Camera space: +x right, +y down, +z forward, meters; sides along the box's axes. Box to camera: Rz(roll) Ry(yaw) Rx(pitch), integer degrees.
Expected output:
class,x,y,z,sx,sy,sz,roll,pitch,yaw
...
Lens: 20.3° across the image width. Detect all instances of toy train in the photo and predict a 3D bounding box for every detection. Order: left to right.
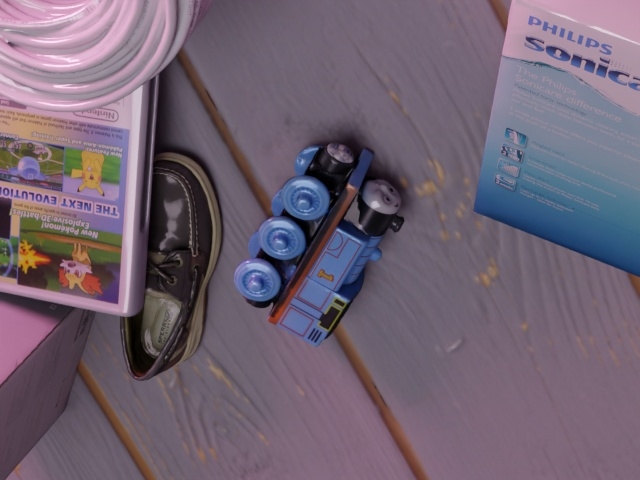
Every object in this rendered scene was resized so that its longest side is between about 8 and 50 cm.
class,x,y,z,sx,sy,sz,roll,pitch,yaw
toy train,0.000,0.000,1.534,0.105,0.080,0.184,28,123,-5

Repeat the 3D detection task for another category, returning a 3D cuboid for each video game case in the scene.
class,x,y,z,sx,sy,sz,roll,pitch,yaw
video game case,-0.299,-0.106,1.579,0.329,0.036,0.300,10,106,18

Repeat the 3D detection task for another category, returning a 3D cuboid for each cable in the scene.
class,x,y,z,sx,sy,sz,roll,pitch,yaw
cable,-0.199,-0.226,1.325,0.257,0.089,0.257,36,126,-1

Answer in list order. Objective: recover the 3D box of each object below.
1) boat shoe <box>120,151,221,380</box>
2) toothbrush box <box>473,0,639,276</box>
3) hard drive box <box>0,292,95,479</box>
class,x,y,z,sx,sy,sz,roll,pitch,yaw
boat shoe,-0.141,0.030,1.610,0.080,0.073,0.223,17,123,14
toothbrush box,0.240,-0.097,1.266,0.216,0.126,0.295,22,156,11
hard drive box,-0.307,0.138,1.646,0.089,0.232,0.181,26,124,8
